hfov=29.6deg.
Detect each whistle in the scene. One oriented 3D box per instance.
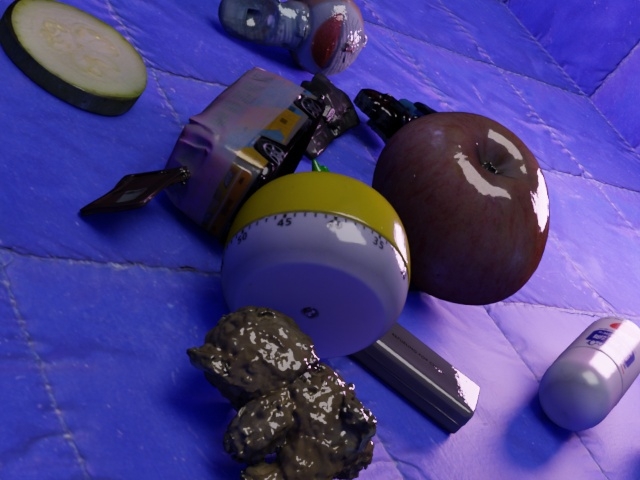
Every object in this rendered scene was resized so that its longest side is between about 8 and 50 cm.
[{"bbox_3d":[-0.043,-0.435,2.487,0.347,0.189,0.189,6,40,-31],"label":"whistle"}]

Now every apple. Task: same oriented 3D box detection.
[{"bbox_3d":[0.248,-0.068,2.092,0.344,0.269,0.345,4,56,-6],"label":"apple"}]

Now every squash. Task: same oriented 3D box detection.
[{"bbox_3d":[-0.398,-0.297,1.948,0.252,0.049,0.252,28,30,-18],"label":"squash"}]

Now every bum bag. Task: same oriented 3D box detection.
[{"bbox_3d":[-0.260,-0.066,1.707,0.159,0.109,0.026,-48,128,-60],"label":"bum bag"},{"bbox_3d":[-0.007,-0.246,2.336,0.137,0.074,0.310,49,27,-2],"label":"bum bag"}]

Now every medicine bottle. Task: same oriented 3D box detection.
[{"bbox_3d":[0.479,0.235,2.133,0.130,0.130,0.341,45,27,12],"label":"medicine bottle"}]

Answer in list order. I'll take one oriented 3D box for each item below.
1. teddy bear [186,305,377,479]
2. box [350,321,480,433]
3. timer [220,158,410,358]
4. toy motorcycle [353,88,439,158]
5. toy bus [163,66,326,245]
[{"bbox_3d":[-0.048,0.193,1.497,0.256,0.156,0.267,44,28,14],"label":"teddy bear"},{"bbox_3d":[0.131,0.187,1.843,0.243,0.055,0.103,39,26,-2],"label":"box"},{"bbox_3d":[0.000,0.000,1.700,0.285,0.285,0.285,30,27,-18],"label":"timer"},{"bbox_3d":[0.235,-0.161,2.436,0.232,0.172,0.416,16,23,-52],"label":"toy motorcycle"},{"bbox_3d":[-0.129,-0.142,1.923,0.162,0.171,0.386,28,27,1],"label":"toy bus"}]
